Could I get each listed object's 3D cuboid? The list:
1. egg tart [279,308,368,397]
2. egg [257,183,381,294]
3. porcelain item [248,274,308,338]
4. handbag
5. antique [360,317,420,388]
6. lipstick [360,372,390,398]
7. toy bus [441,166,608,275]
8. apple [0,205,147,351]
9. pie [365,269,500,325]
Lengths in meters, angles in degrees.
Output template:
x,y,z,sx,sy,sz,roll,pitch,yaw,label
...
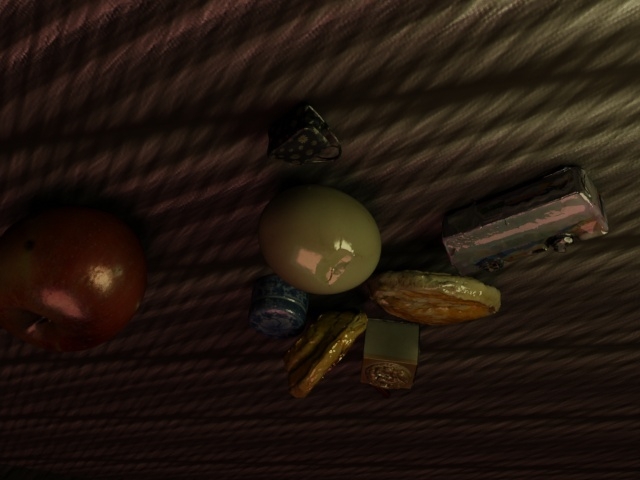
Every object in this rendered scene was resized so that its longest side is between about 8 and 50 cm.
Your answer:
x,y,z,sx,sy,sz,roll,pitch,yaw,label
0.002,0.262,1.612,0.115,0.290,0.290,42,137,3,egg tart
0.000,0.000,1.300,0.269,0.219,0.219,23,139,-21,egg
-0.105,0.171,1.614,0.147,0.114,0.147,4,142,3,porcelain item
-0.019,-0.183,1.206,0.139,0.072,0.115,23,139,-38,handbag
0.186,0.309,1.712,0.152,0.148,0.146,6,140,6,antique
0.175,0.448,1.983,0.027,0.027,0.176,-14,138,25,lipstick
0.394,-0.032,1.287,0.317,0.112,0.138,-22,128,31,toy bus
-0.567,0.084,1.454,0.349,0.277,0.348,7,140,6,apple
0.259,0.131,1.503,0.339,0.077,0.339,7,159,3,pie
